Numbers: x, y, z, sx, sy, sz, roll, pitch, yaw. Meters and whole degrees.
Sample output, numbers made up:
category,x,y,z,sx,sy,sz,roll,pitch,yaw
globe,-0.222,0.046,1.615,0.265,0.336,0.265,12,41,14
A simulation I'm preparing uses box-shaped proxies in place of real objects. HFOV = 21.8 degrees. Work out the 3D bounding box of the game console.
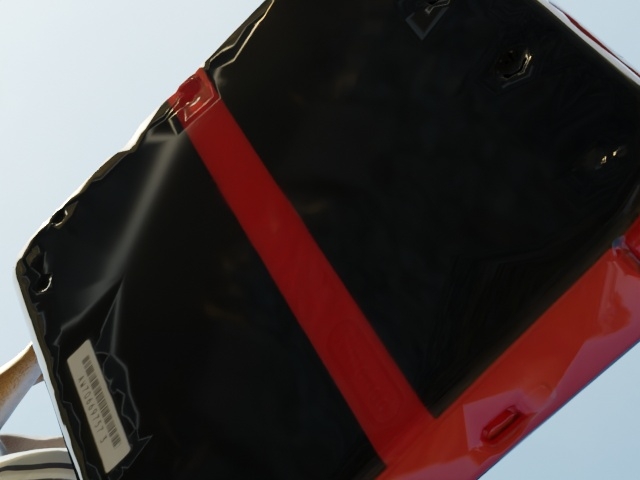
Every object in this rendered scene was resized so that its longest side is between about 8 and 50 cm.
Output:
category,x,y,z,sx,sy,sz,roll,pitch,yaw
game console,0.000,0.000,0.840,0.342,0.060,0.386,-45,-146,8

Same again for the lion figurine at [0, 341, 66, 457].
category,x,y,z,sx,sy,sz,roll,pitch,yaw
lion figurine,-0.242,0.199,1.153,0.240,0.142,0.392,-23,-159,10

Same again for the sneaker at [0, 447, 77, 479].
category,x,y,z,sx,sy,sz,roll,pitch,yaw
sneaker,-0.238,0.234,0.903,0.321,0.126,0.127,-28,-153,5
